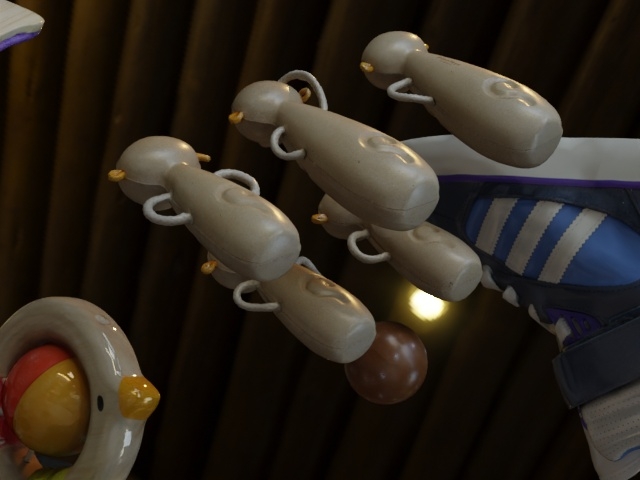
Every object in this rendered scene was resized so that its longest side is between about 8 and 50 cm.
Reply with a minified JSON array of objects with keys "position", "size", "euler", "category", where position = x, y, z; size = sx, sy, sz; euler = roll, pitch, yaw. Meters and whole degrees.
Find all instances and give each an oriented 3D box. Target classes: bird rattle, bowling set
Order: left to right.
[{"position":[-0.203,0.138,0.941],"size":[0.207,0.143,0.253],"euler":[-58,-135,15],"category":"bird rattle"},{"position":[0.000,0.000,0.795],"size":[0.154,0.287,0.200],"euler":[35,-50,36],"category":"bowling set"}]

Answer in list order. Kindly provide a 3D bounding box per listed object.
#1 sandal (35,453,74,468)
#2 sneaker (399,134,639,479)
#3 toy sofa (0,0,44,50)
[{"position":[-0.272,0.187,1.058],"size":[0.179,0.067,0.040],"euler":[11,-36,8],"category":"sandal"},{"position":[0.163,0.051,0.892],"size":[0.322,0.130,0.236],"euler":[3,-91,33],"category":"sneaker"},{"position":[-0.457,-0.185,1.381],"size":[0.177,0.362,0.150],"euler":[29,-67,-2],"category":"toy sofa"}]
